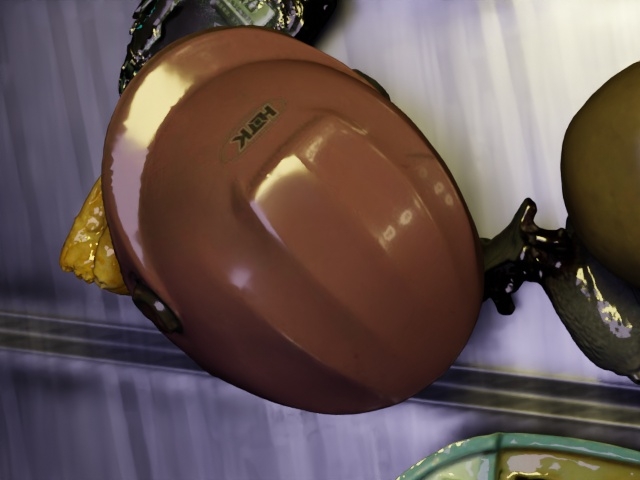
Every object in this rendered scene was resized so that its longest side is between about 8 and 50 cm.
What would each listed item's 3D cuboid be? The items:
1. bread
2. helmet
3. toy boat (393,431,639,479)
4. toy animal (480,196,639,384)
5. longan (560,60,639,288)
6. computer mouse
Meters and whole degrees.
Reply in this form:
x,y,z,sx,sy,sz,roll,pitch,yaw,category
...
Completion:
x,y,z,sx,sy,sz,roll,pitch,yaw,category
-0.128,-0.001,1.210,0.083,0.211,0.114,34,102,27,bread
0.000,0.000,1.100,0.271,0.338,0.197,-44,38,-18,helmet
0.207,0.234,1.133,0.332,0.133,0.145,7,84,7,toy boat
0.235,0.048,1.191,0.210,0.121,0.117,34,55,-4,toy animal
0.288,-0.049,1.097,0.220,0.196,0.196,22,98,-22,longan
-0.083,-0.185,1.261,0.242,0.077,0.146,-42,81,9,computer mouse
